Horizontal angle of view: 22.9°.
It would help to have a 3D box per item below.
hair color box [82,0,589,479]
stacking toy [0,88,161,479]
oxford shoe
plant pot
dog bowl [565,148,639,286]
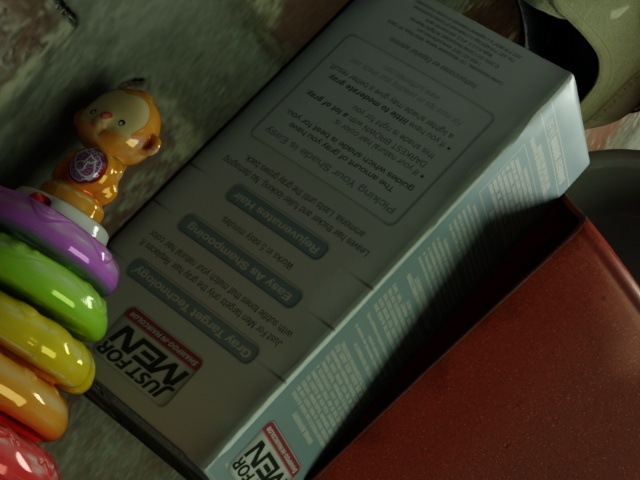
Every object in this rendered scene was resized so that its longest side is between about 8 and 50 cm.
[{"bbox_3d":[0.000,0.000,1.123,0.374,0.185,0.114,-46,147,-16],"label":"hair color box"},{"bbox_3d":[-0.183,0.031,0.969,0.302,0.175,0.166,-61,152,-14],"label":"stacking toy"},{"bbox_3d":[0.238,-0.242,1.272,0.146,0.140,0.397,-29,138,-26],"label":"oxford shoe"},{"bbox_3d":[0.168,0.138,1.198,0.267,0.236,0.267,-44,-175,8],"label":"plant pot"},{"bbox_3d":[0.260,0.077,1.398,0.349,0.348,0.102,-54,151,-4],"label":"dog bowl"}]
